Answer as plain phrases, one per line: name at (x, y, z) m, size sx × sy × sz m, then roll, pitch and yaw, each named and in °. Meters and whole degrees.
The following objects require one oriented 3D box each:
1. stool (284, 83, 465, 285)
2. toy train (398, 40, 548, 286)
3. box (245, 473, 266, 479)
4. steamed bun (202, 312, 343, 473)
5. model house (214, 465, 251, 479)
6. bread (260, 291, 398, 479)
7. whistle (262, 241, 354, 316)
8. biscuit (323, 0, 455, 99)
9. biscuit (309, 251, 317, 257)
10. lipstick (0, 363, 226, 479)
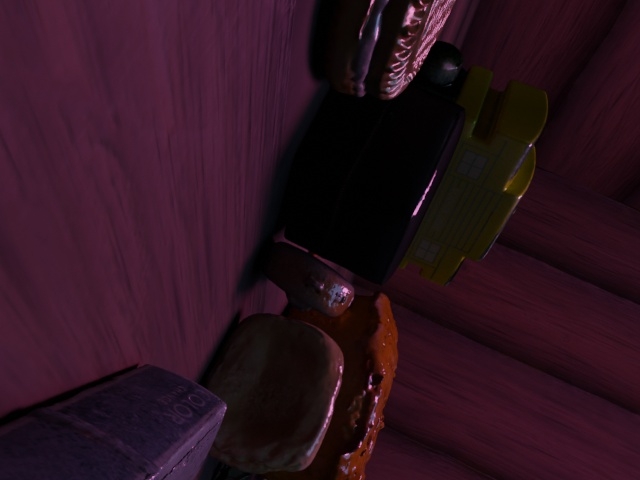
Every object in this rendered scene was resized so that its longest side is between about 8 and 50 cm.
stool at (0.061, -0.076, 0.788) m, size 0.232 × 0.141 × 0.232 m, roll -63°, pitch 174°, yaw -12°
toy train at (0.188, -0.105, 1.135) m, size 0.442 × 0.273 × 0.179 m, roll 107°, pitch 7°, yaw -52°
box at (-0.143, 0.543, 1.461) m, size 0.348 × 0.141 × 0.288 m, roll 107°, pitch 9°, yaw -48°
steamed bun at (-0.060, 0.183, 0.811) m, size 0.155 × 0.141 × 0.172 m, roll 110°, pitch 3°, yaw -68°
model house at (-0.160, 0.407, 1.241) m, size 0.083 × 0.057 × 0.058 m, roll -47°, pitch 156°, yaw 28°
bread at (0.016, 0.267, 1.238) m, size 0.398 × 0.216 × 0.397 m, roll 16°, pitch 90°, yaw -82°
whistle at (-0.021, 0.042, 0.814) m, size 0.057 × 0.107 × 0.220 m, roll -58°, pitch -172°, yaw 0°
biscuit at (0.083, -0.240, 0.620) m, size 0.259 × 0.079 × 0.259 m, roll 24°, pitch 90°, yaw -83°
biscuit at (0.000, 0.000, 1.143) m, size 0.091 × 0.015 × 0.078 m, roll 78°, pitch 37°, yaw -79°
lipstick at (-0.119, 0.126, 0.360) m, size 0.290 × 0.078 × 0.076 m, roll 1°, pitch 113°, yaw -84°
